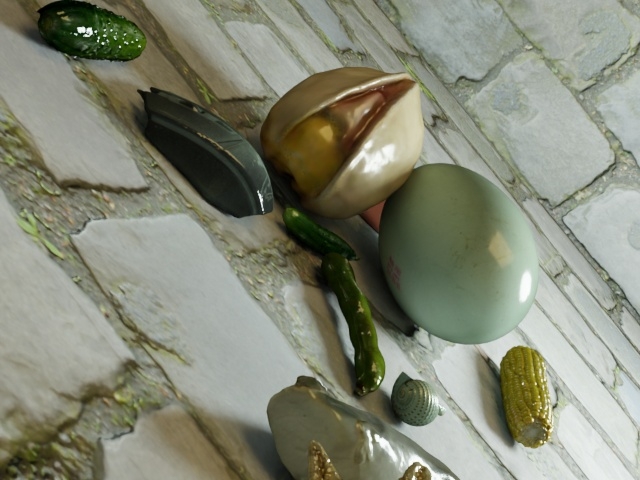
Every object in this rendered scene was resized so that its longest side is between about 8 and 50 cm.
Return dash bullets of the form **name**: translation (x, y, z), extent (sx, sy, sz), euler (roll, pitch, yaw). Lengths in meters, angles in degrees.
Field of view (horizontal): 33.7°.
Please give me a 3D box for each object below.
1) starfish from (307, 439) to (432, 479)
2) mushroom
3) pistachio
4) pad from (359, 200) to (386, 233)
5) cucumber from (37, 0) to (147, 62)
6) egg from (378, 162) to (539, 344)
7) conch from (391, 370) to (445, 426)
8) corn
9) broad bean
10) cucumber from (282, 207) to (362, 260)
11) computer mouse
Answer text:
- **starfish**: translation (0.057, 0.282, 0.935), extent (0.277, 0.062, 0.235), euler (-4, 62, -37)
- **mushroom**: translation (0.070, 0.245, 1.108), extent (0.351, 0.097, 0.109), euler (37, 21, -38)
- **pistachio**: translation (0.042, -0.157, 1.580), extent (0.230, 0.230, 0.309), euler (51, 33, 3)
- **pad**: translation (0.026, -0.122, 1.810), extent (0.267, 0.004, 0.181), euler (44, 21, -17)
- **cucumber**: translation (-0.278, -0.259, 1.322), extent (0.069, 0.069, 0.227), euler (53, 18, 10)
- **egg**: translation (0.202, 0.011, 1.614), extent (0.230, 0.230, 0.371), euler (39, 16, -28)
- **conch**: translation (0.119, 0.205, 1.340), extent (0.076, 0.057, 0.085), euler (42, -12, 47)
- **corn**: translation (0.325, 0.243, 1.676), extent (0.080, 0.080, 0.238), euler (45, 23, -13)
- **broad bean**: translation (0.044, 0.105, 1.376), extent (0.053, 0.052, 0.256), euler (-2, 43, -11)
- **cucumber**: translation (0.000, 0.000, 1.486), extent (0.155, 0.037, 0.037), euler (32, 26, -36)
- **computer mouse**: translation (-0.139, -0.123, 1.359), extent (0.231, 0.071, 0.126), euler (46, 20, -8)
